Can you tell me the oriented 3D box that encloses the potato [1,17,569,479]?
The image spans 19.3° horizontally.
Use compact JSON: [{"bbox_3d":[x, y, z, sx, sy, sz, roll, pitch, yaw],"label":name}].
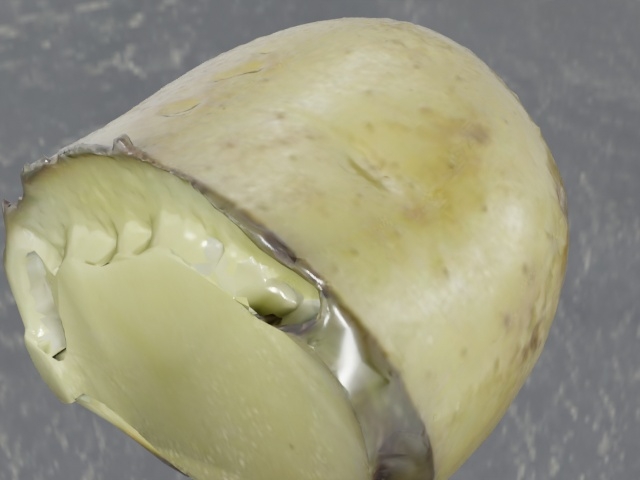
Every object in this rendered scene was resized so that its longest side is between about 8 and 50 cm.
[{"bbox_3d":[0.000,0.000,0.872,0.242,0.285,0.242,4,81,-27],"label":"potato"}]
